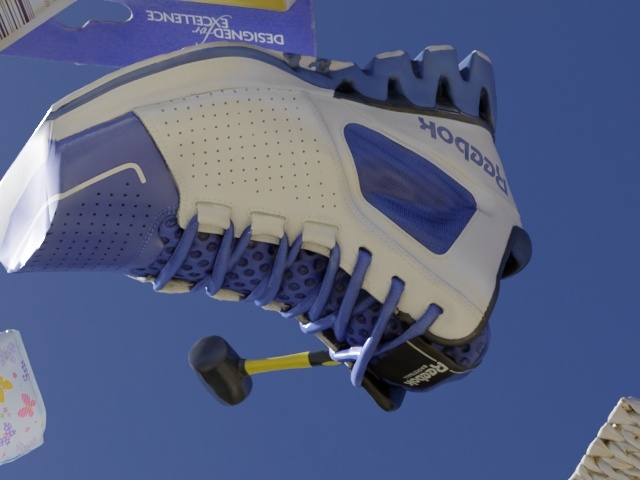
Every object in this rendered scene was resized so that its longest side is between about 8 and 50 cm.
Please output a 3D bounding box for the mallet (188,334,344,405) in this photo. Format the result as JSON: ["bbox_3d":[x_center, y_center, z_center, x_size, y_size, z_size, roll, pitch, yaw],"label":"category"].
[{"bbox_3d":[-0.018,0.092,1.426,0.189,0.039,0.062,-14,-40,25],"label":"mallet"}]

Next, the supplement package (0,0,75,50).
[{"bbox_3d":[-0.177,-0.164,0.583,0.194,0.203,0.149,-35,-23,-13],"label":"supplement package"}]

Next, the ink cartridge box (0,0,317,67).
[{"bbox_3d":[-0.158,-0.205,0.924,0.303,0.072,0.307,7,-51,13],"label":"ink cartridge box"}]

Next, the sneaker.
[{"bbox_3d":[0.001,0.000,0.931,0.315,0.182,0.127,-9,-25,-35],"label":"sneaker"}]

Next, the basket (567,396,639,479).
[{"bbox_3d":[0.281,0.196,1.408,0.103,0.113,0.167,-62,-28,7],"label":"basket"}]

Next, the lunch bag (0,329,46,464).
[{"bbox_3d":[-0.224,0.109,1.156,0.053,0.071,0.083,-15,-83,46],"label":"lunch bag"}]
